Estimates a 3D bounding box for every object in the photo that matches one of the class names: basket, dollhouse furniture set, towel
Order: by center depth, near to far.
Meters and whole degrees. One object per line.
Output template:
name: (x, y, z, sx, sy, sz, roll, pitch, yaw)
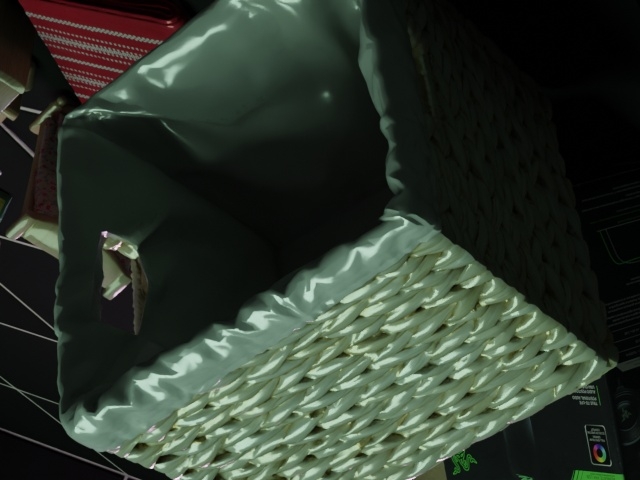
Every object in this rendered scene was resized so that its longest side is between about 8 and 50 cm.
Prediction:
basket: (0.000, 0.000, 1.372, 0.331, 0.328, 0.266, -32, 133, 25)
towel: (-0.167, -0.147, 1.783, 0.198, 0.031, 0.275, 15, 151, 30)
dollhouse furniture set: (-0.242, -0.061, 1.895, 0.355, 0.303, 0.174, 33, 124, -26)

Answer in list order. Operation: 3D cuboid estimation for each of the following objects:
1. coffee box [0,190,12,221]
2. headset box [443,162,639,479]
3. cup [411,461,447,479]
coffee box: (-0.499, -0.052, 2.567, 0.113, 0.040, 0.184, 28, 163, -8)
headset box: (0.204, 0.088, 1.567, 0.131, 0.283, 0.246, -15, -174, -33)
cup: (0.011, 0.178, 2.075, 0.331, 0.237, 0.331, -6, 144, -4)
